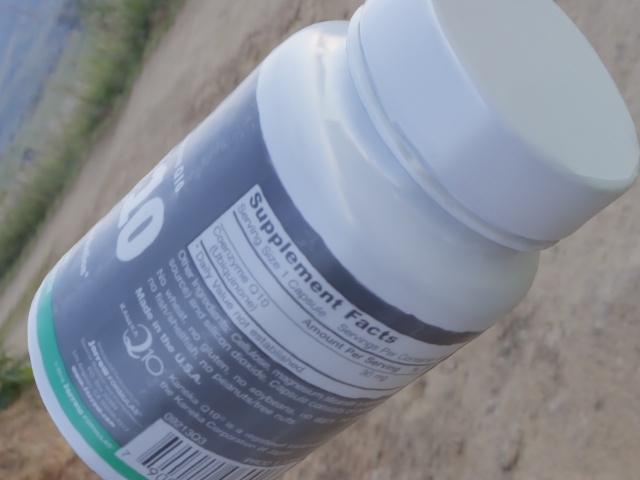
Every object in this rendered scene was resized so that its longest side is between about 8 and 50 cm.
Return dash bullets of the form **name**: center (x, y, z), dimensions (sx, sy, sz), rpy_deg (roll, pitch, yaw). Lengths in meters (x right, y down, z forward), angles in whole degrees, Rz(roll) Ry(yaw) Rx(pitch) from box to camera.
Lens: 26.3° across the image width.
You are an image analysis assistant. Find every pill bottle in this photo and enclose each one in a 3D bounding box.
- **pill bottle**: center (0.000, 0.000, 0.826), dimensions (0.361, 0.204, 0.204), rpy_deg (-40, 30, 32)
